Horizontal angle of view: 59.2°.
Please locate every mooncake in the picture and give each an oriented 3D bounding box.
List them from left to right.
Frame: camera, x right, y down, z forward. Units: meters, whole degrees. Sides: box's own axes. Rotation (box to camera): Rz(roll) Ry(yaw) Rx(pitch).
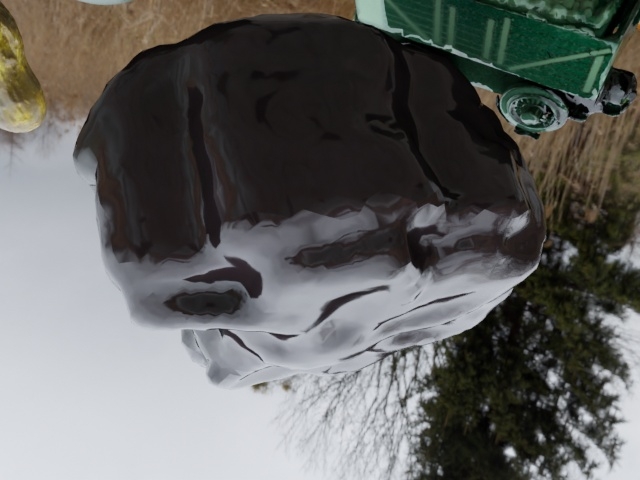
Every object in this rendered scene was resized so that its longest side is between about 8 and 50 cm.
[{"bbox_3d":[0.000,0.000,0.495,0.351,0.212,0.381,-16,156,4],"label":"mooncake"}]

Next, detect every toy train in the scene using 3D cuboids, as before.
[{"bbox_3d":[0.144,-0.184,0.494,0.270,0.115,0.154,28,162,21],"label":"toy train"}]

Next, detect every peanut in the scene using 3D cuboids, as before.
[{"bbox_3d":[-0.428,-0.235,0.740,0.087,0.206,0.087,-2,-137,2],"label":"peanut"}]

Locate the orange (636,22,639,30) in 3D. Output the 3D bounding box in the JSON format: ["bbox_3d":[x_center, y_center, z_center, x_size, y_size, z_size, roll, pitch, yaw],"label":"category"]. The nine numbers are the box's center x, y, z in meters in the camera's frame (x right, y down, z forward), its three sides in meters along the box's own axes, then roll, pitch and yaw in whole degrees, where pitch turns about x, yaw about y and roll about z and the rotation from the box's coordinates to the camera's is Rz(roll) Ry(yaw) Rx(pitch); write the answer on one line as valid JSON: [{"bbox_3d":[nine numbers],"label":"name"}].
[{"bbox_3d":[0.385,-0.319,0.591,0.194,0.193,0.161,1,-132,-38],"label":"orange"}]

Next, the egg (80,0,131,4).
[{"bbox_3d":[-0.175,-0.298,0.459,0.168,0.167,0.231,1,158,-38],"label":"egg"}]
